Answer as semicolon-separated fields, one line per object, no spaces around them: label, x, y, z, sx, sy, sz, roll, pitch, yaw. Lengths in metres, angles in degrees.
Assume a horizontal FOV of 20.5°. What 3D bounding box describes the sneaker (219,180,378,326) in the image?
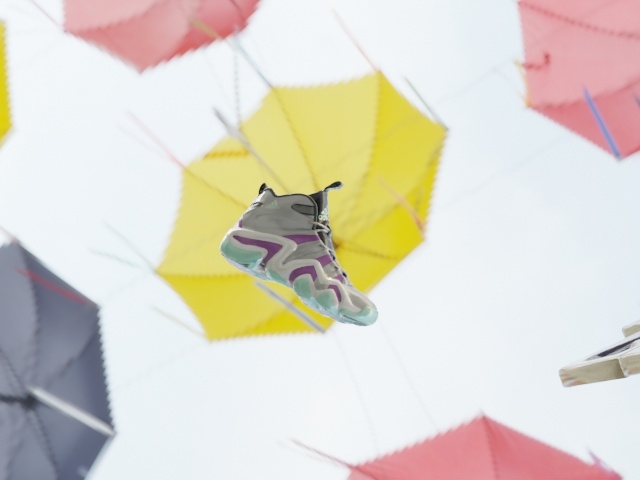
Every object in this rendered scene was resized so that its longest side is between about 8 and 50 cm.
sneaker;0.000;0.000;0.970;0.098;0.038;0.069;28;-98;13

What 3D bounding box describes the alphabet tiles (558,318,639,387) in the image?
alphabet tiles;0.259;-0.022;0.619;0.342;0.285;0.011;-22;-93;-17
